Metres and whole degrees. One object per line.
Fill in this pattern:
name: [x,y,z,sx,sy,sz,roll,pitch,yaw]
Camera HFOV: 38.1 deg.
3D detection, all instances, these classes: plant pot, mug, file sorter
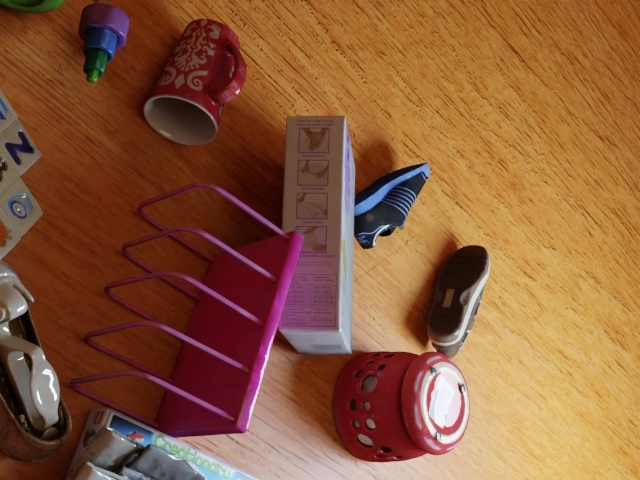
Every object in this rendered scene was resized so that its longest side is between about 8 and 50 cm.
plant pot: [0.147,0.280,1.573,0.191,0.174,0.191,12,74,-46]
mug: [-0.169,-0.241,1.398,0.113,0.150,0.169,76,24,-55]
file sorter: [-0.186,0.095,1.257,0.182,0.202,0.291,34,58,-32]

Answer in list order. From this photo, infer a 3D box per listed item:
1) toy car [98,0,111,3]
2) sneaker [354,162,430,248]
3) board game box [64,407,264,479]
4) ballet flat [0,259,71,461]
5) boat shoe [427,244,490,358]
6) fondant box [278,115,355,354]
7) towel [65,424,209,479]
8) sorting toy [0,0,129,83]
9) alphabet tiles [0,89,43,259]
toy car: [-0.303,-0.398,1.381,0.122,0.060,0.040,-43,157,-25]
sneaker: [0.131,-0.066,1.708,0.232,0.081,0.090,-33,107,-37]
board game box: [-0.213,0.375,1.266,0.305,0.053,0.193,36,58,-35]
ballet flat: [-0.377,0.116,1.121,0.107,0.106,0.316,-30,102,-45]
boat shoe: [0.268,0.121,1.807,0.257,0.095,0.095,-58,144,-38]
fondant box: [0.000,0.000,1.454,0.238,0.096,0.330,69,21,-74]
towel: [-0.238,0.427,1.155,0.312,0.056,0.324,40,75,-34]
sorting toy: [-0.409,-0.301,1.166,0.365,0.127,0.126,25,60,-38]
alphabet tiles: [-0.445,-0.087,1.041,0.285,0.011,0.342,63,28,-25]
